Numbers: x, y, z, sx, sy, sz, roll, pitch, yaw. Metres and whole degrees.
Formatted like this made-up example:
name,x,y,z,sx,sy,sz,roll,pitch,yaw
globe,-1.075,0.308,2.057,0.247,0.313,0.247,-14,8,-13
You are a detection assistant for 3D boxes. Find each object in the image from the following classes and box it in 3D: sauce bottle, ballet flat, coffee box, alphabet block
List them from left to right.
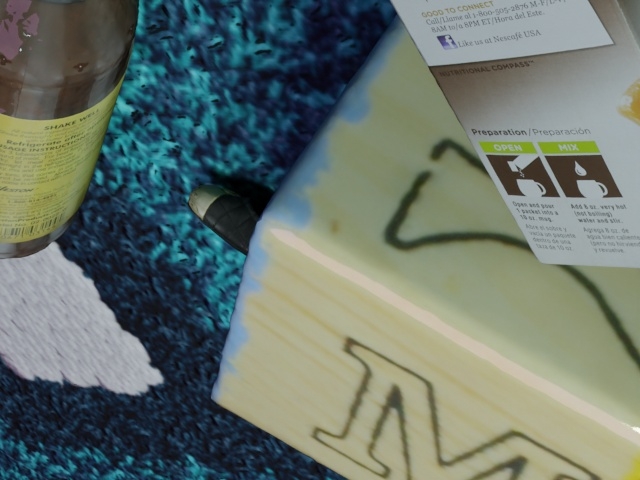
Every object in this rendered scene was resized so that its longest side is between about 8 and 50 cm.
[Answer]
name,x,y,z,sx,sy,sz,roll,pitch,yaw
sauce bottle,-0.156,-0.105,0.964,0.111,0.111,0.344,33,150,-1
ballet flat,0.000,0.000,1.047,0.173,0.049,0.057,23,-167,18
alphabet block,0.086,0.018,0.840,0.197,0.192,0.193,30,151,7
coffee box,0.102,-0.122,0.669,0.098,0.141,0.246,3,139,41
